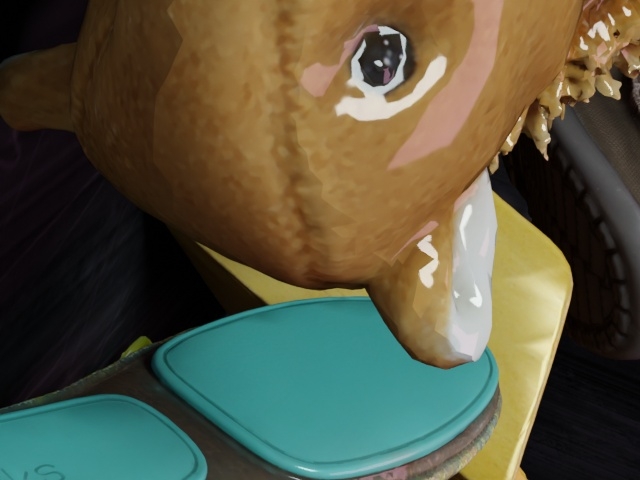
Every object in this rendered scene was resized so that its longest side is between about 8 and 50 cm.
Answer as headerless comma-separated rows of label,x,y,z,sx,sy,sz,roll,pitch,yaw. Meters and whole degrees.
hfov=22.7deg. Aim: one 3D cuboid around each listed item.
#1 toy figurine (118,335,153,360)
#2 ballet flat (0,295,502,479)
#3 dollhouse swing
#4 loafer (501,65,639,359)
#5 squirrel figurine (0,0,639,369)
toy figurine,-0.147,0.234,0.747,0.217,0.191,0.362,-39,-167,24
ballet flat,-0.059,0.104,0.619,0.348,0.123,0.123,-14,129,-51
dollhouse swing,0.089,-0.038,0.936,0.305,0.315,0.347,-48,168,-8
loafer,0.182,-0.057,0.937,0.366,0.130,0.133,-94,175,-63
squirrel figurine,0.066,-0.127,0.570,0.370,0.281,0.397,-59,167,-17
